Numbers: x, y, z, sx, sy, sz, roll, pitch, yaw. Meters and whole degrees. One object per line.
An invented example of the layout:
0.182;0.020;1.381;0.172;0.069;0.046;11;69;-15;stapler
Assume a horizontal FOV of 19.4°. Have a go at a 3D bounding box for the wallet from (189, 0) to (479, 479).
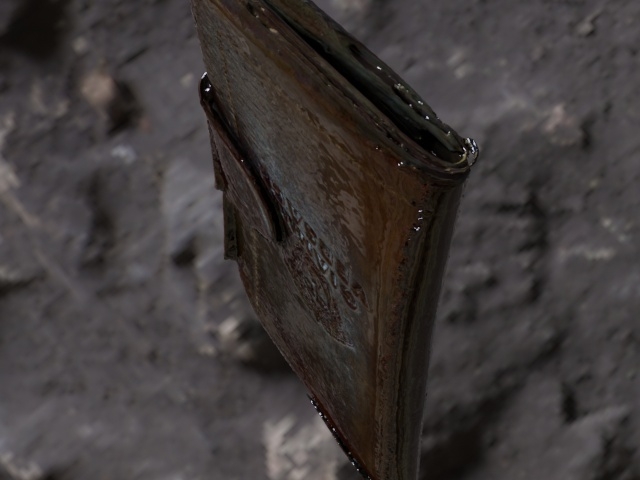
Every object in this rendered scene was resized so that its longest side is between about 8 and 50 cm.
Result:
0.000;0.000;0.724;0.137;0.031;0.255;47;159;24;wallet
